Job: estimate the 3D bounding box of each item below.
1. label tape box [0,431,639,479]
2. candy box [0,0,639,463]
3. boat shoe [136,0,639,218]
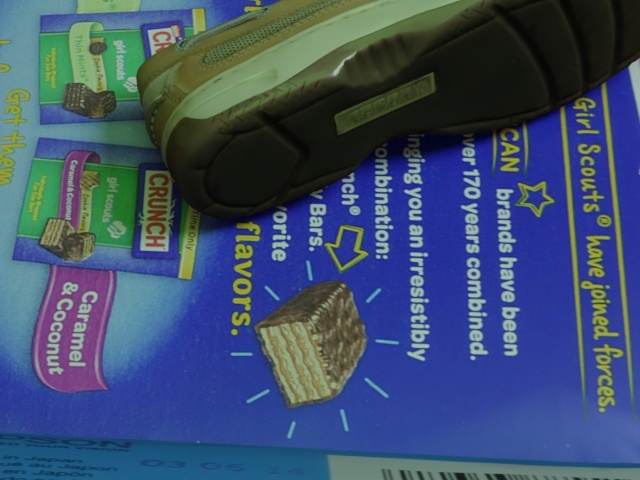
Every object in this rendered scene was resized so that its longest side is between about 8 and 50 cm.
[{"bbox_3d":[-0.009,0.230,0.466,0.241,0.106,0.333,3,96,-2],"label":"label tape box"},{"bbox_3d":[0.000,0.000,0.616,0.317,0.122,0.268,2,58,-1],"label":"candy box"},{"bbox_3d":[0.029,-0.075,0.557,0.190,0.068,0.072,-19,50,-14],"label":"boat shoe"}]
